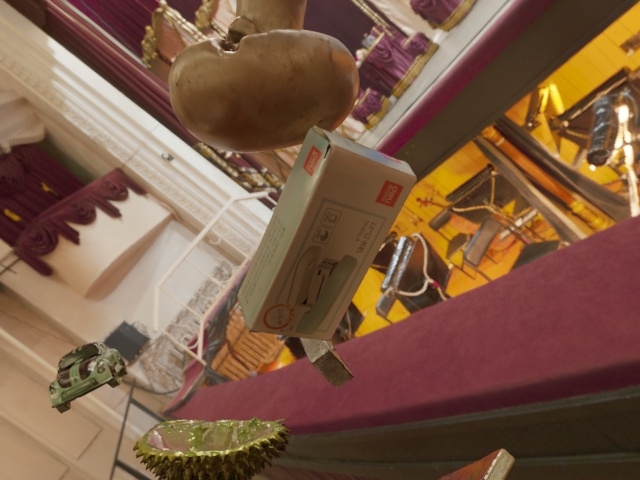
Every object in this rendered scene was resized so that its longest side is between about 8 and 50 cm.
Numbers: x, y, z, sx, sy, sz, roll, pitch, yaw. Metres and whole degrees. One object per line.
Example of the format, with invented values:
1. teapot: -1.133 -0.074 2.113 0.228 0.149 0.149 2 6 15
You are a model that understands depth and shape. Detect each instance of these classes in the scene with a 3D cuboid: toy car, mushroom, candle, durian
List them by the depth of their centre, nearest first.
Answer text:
1. mushroom: -0.095 -0.284 0.663 0.292 0.290 0.292 -7 13 2
2. durian: -0.242 0.451 0.951 0.169 0.351 0.158 -94 1 -50
3. toy car: -0.577 0.321 1.076 0.136 0.125 0.306 -24 -1 -20
4. candle: 0.013 0.321 1.215 0.068 0.192 0.168 -38 -16 -3

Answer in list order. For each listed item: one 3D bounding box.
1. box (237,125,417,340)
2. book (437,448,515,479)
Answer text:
1. box: 0.000 0.000 0.565 0.269 0.135 0.079 -64 32 19
2. book: 0.098 0.318 0.436 0.231 0.022 0.162 -33 -23 -38
